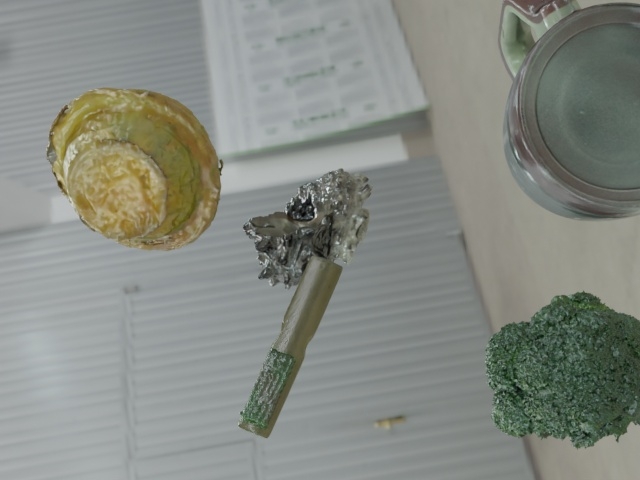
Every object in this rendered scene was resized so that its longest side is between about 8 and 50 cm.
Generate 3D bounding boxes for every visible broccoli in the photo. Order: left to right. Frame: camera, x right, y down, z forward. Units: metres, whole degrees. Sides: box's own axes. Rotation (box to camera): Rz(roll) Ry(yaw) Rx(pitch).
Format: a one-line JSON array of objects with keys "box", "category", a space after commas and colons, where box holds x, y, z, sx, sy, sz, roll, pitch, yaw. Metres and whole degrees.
[{"box": [0.419, 0.223, 1.909, 0.245, 0.294, 0.265, 96, 166, -59], "category": "broccoli"}]

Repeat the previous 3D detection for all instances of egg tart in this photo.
[{"box": [-0.290, -0.100, 1.763, 0.118, 0.288, 0.288, -58, -38, -61], "category": "egg tart"}]

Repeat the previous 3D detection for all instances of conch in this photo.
[{"box": [0.001, -0.013, 1.996, 0.186, 0.240, 0.313, 50, -148, 8], "category": "conch"}]

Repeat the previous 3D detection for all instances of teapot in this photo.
[{"box": [0.308, -0.166, 1.413, 0.315, 0.233, 0.312, 63, 177, 6], "category": "teapot"}]

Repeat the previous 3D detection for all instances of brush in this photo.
[{"box": [-0.045, 0.150, 1.704, 0.048, 0.054, 0.282, 78, -146, -68], "category": "brush"}]
